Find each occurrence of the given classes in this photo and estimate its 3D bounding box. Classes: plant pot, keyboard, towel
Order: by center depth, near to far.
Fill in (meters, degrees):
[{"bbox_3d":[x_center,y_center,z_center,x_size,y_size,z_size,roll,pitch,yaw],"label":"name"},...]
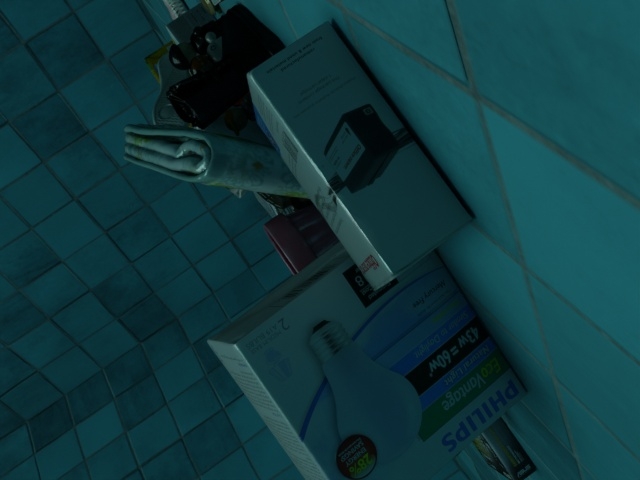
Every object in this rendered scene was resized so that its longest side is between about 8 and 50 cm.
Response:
[{"bbox_3d":[-0.158,-0.151,1.405,0.320,0.090,0.374,3,-169,-38],"label":"towel"},{"bbox_3d":[0.000,0.000,1.685,0.201,0.180,0.201,55,175,8],"label":"plant pot"},{"bbox_3d":[-0.031,-0.132,1.784,0.100,0.038,0.192,30,145,27],"label":"keyboard"}]

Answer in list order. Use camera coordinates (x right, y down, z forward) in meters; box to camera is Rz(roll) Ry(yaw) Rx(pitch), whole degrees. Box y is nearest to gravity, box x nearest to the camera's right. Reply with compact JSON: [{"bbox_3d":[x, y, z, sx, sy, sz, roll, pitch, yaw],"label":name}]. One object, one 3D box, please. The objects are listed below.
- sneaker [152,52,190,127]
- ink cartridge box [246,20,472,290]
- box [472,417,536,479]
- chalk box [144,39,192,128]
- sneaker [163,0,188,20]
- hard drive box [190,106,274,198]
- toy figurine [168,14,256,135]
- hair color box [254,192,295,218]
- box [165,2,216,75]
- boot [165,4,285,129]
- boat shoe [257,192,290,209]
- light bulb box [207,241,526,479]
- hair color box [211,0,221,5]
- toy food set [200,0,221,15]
[{"bbox_3d":[-0.312,-0.293,1.726,0.151,0.094,0.256,68,-167,-54],"label":"sneaker"},{"bbox_3d":[0.044,-0.099,1.011,0.308,0.129,0.223,55,174,5],"label":"ink cartridge box"},{"bbox_3d":[0.371,0.430,1.683,0.183,0.056,0.231,55,174,3],"label":"box"},{"bbox_3d":[-0.335,-0.417,2.088,0.180,0.179,0.289,55,174,14],"label":"chalk box"},{"bbox_3d":[-0.379,-0.612,1.984,0.134,0.051,0.070,59,180,2],"label":"sneaker"},{"bbox_3d":[-0.197,-0.224,1.747,0.181,0.089,0.232,38,-150,-5],"label":"hard drive box"},{"bbox_3d":[-0.199,-0.339,1.569,0.213,0.148,0.209,60,173,-34],"label":"toy figurine"},{"bbox_3d":[-0.127,-0.138,2.336,0.339,0.110,0.185,51,172,51],"label":"hair color box"},{"bbox_3d":[-0.272,-0.445,1.790,0.114,0.103,0.203,54,174,15],"label":"box"},{"bbox_3d":[-0.184,-0.307,1.334,0.246,0.207,0.094,50,172,48],"label":"boot"},{"bbox_3d":[-0.175,-0.233,2.142,0.324,0.120,0.123,48,165,17],"label":"boat shoe"},{"bbox_3d":[0.072,0.208,1.247,0.361,0.358,0.225,55,163,-7],"label":"light bulb box"},{"bbox_3d":[-0.194,-0.475,1.238,0.167,0.053,0.093,56,176,-18],"label":"hair color box"},{"bbox_3d":[-0.239,-0.507,1.581,0.083,0.020,0.083,50,172,42],"label":"toy food set"}]
